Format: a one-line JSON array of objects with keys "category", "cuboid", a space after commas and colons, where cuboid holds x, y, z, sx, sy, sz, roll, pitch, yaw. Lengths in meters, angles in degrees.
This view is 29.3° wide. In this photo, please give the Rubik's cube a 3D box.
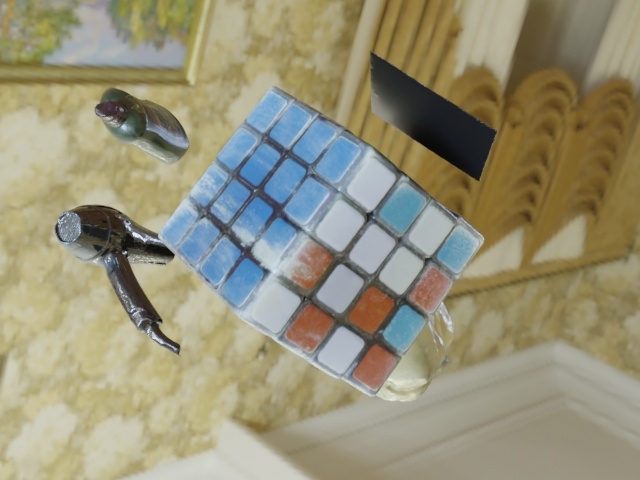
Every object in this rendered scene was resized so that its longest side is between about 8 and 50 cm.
[{"category": "Rubik's cube", "cuboid": [-0.001, 0.001, 1.541, 0.253, 0.256, 0.259, 37, 179, -40]}]

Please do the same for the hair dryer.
[{"category": "hair dryer", "cuboid": [-0.265, 0.072, 1.804, 0.235, 0.091, 0.272, 19, -142, -57]}]

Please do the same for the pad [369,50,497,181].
[{"category": "pad", "cuboid": [0.126, -0.142, 1.438, 0.170, 0.006, 0.245, 33, 174, 8]}]

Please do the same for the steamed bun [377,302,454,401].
[{"category": "steamed bun", "cuboid": [0.080, 0.110, 2.010, 0.230, 0.325, 0.372, -24, -177, 11]}]

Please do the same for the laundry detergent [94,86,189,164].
[{"category": "laundry detergent", "cuboid": [-0.320, -0.206, 2.082, 0.144, 0.078, 0.221, 53, -166, 24]}]
